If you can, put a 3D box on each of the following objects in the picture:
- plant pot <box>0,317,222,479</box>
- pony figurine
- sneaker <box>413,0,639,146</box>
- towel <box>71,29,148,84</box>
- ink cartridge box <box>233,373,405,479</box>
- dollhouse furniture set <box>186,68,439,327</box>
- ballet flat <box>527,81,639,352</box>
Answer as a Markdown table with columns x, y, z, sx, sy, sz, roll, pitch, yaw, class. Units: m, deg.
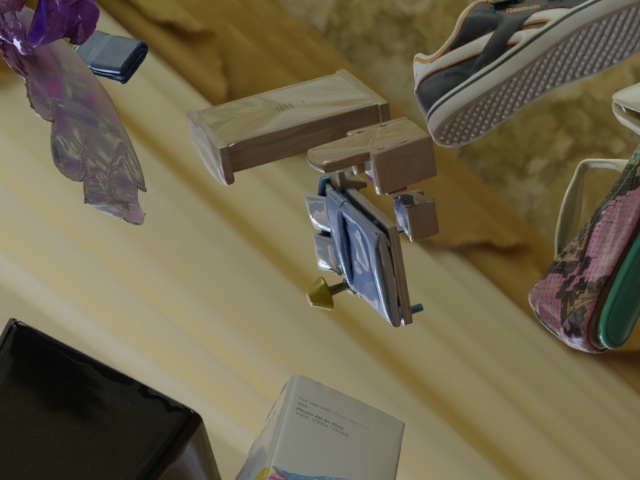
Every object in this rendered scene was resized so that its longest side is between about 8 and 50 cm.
| x | y | z | sx | sy | sz | roll | pitch | yaw | class |
| --- | --- | --- | --- | --- | --- | --- | --- | --- | --- |
| -0.211 | 0.206 | 1.200 | 0.167 | 0.187 | 0.188 | -58 | -17 | -23 | plant pot |
| -0.253 | -0.197 | 1.000 | 0.303 | 0.351 | 0.363 | 11 | -55 | -28 | pony figurine |
| 0.250 | -0.241 | 1.671 | 0.321 | 0.127 | 0.126 | -27 | -30 | 10 | sneaker |
| -0.289 | -0.250 | 1.934 | 0.067 | 0.119 | 0.029 | -55 | -42 | -21 | towel |
| -0.026 | 0.212 | 0.912 | 0.212 | 0.093 | 0.154 | -76 | 12 | -58 | ink cartridge box |
| 0.000 | 0.000 | 1.625 | 0.198 | 0.303 | 0.286 | -17 | 27 | -14 | dollhouse furniture set |
| 0.191 | -0.040 | 0.837 | 0.221 | 0.079 | 0.077 | -58 | -36 | -1 | ballet flat |
